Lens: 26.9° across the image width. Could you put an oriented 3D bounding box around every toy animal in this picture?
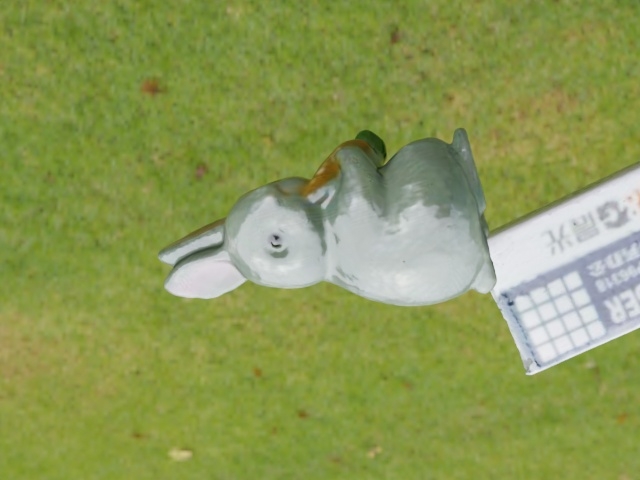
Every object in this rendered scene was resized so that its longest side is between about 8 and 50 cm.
[{"bbox_3d":[0.004,-0.005,0.925,0.236,0.138,0.108,-13,156,-6],"label":"toy animal"}]

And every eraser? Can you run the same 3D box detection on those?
[{"bbox_3d":[0.275,-0.003,1.105,0.287,0.130,0.086,-24,176,7],"label":"eraser"}]
